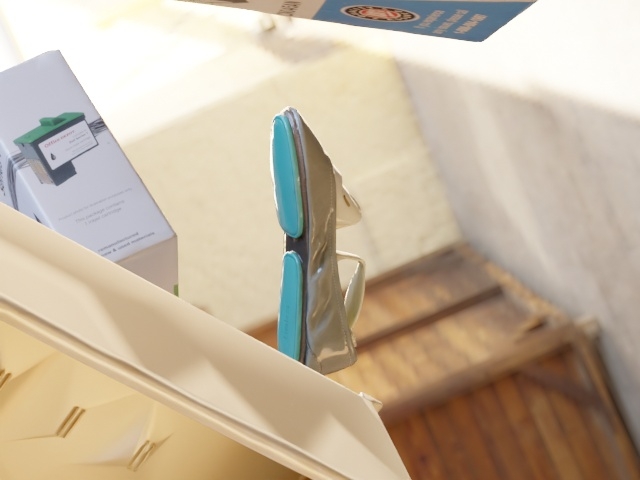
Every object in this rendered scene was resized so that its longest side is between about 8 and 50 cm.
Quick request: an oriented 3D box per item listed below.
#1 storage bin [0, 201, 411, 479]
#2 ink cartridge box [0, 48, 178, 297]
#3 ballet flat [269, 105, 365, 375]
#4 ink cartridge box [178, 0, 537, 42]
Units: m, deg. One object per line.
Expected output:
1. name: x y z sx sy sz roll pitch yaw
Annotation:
1. storage bin: -0.128 0.141 0.822 0.262 0.260 0.123 30 -163 -27
2. ink cartridge box: -0.206 -0.026 1.568 0.219 0.092 0.160 55 159 27
3. ballet flat: 0.000 0.000 1.426 0.072 0.068 0.213 -147 53 -65
4. ink cartridge box: -0.086 -0.205 0.805 0.285 0.395 0.166 163 115 -84
